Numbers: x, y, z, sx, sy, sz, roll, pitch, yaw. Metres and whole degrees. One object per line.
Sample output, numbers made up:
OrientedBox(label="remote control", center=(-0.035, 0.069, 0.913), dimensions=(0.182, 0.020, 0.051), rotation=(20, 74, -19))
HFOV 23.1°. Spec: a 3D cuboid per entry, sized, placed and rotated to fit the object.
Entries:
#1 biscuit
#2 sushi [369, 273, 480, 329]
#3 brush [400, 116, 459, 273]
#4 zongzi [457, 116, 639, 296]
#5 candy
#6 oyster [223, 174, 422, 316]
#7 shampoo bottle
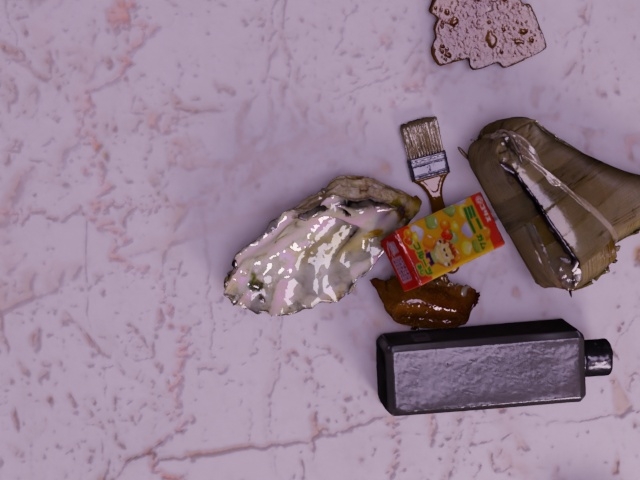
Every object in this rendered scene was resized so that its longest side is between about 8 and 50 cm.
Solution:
OrientedBox(label="biscuit", center=(0.175, -0.224, 1.635), dimensions=(0.130, 0.019, 0.119), rotation=(24, 94, -8))
OrientedBox(label="sushi", center=(0.110, 0.058, 1.649), dimensions=(0.118, 0.061, 0.060), rotation=(16, 53, -24))
OrientedBox(label="brush", center=(0.122, -0.046, 1.656), dimensions=(0.043, 0.014, 0.170), rotation=(-15, 100, -6))
OrientedBox(label="zongzi", center=(0.269, -0.068, 1.631), dimensions=(0.197, 0.099, 0.194), rotation=(-36, 100, -12))
OrientedBox(label="candy", center=(0.126, 0.001, 1.615), dimensions=(0.122, 0.038, 0.062), rotation=(-25, 88, -31))
OrientedBox(label="oyster", center=(-0.008, -0.001, 1.621), dimensions=(0.209, 0.072, 0.133), rotation=(-42, 125, 15))
OrientedBox(label="shampoo bottle", center=(0.184, 0.132, 1.652), dimensions=(0.246, 0.080, 0.079), rotation=(-4, 99, -6))
